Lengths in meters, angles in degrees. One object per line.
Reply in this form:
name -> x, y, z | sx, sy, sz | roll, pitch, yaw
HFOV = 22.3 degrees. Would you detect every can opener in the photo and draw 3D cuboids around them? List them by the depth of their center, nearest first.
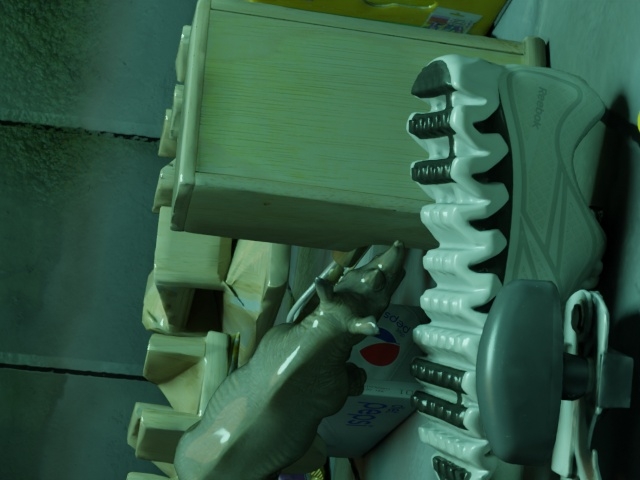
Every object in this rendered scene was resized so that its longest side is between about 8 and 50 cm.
can opener -> 0.122, 0.164, 0.927 | 0.076, 0.095, 0.283 | -174, 90, -82

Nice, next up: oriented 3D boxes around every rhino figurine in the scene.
rhino figurine -> -0.013, 0.089, 1.067 | 0.243, 0.073, 0.106 | -52, -13, 27

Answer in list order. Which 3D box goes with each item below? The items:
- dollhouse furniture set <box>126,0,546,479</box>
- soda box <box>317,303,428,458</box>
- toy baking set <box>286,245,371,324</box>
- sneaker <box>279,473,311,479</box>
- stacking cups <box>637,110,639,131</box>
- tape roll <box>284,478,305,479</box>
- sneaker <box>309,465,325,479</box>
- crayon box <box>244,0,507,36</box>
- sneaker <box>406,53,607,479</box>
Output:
dollhouse furniture set -> 0.000, 0.000, 1.281 | 0.394, 0.256, 0.362 | 111, 164, -60
soda box -> 0.023, 0.139, 1.557 | 0.286, 0.098, 0.091 | 122, 152, -69
toy baking set -> 0.025, 0.008, 1.535 | 0.196, 0.030, 0.256 | -52, -3, 4
sneaker -> -0.022, 0.287, 1.533 | 0.282, 0.102, 0.161 | 62, 167, -8
stacking cups -> 0.218, -0.167, 0.617 | 0.096, 0.096, 0.316 | -98, 21, -57
tape roll -> 0.048, 0.286, 1.074 | 0.246, 0.169, 0.246 | -173, 90, -81
sneaker -> -0.030, 0.310, 1.904 | 0.084, 0.070, 0.185 | -82, 9, -60
crayon box -> 0.025, -0.182, 1.424 | 0.323, 0.203, 0.083 | 120, 155, -67
sneaker -> 0.120, 0.033, 0.996 | 0.110, 0.118, 0.292 | -157, 66, -71
